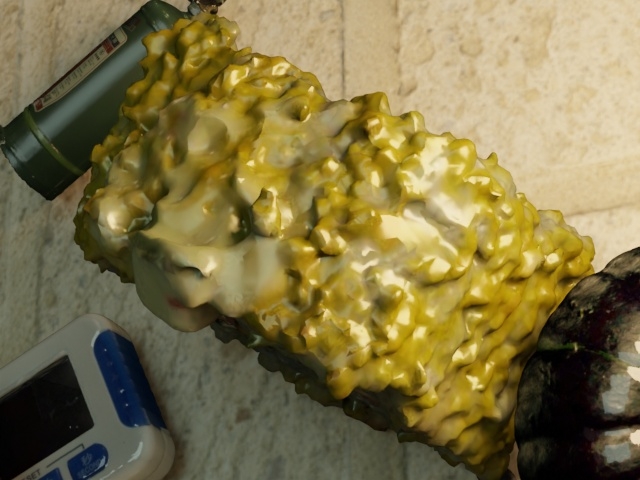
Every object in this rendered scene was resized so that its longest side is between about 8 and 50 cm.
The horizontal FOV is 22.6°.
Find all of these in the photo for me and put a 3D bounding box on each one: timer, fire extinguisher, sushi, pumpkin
[{"bbox_3d":[-0.265,0.201,1.503,0.253,0.078,0.178,-33,57,11],"label":"timer"},{"bbox_3d":[-0.191,-0.169,1.614,0.294,0.118,0.093,-40,93,6],"label":"fire extinguisher"},{"bbox_3d":[0.000,0.000,1.293,0.396,0.351,0.240,25,83,36],"label":"sushi"},{"bbox_3d":[0.284,0.131,1.131,0.295,0.296,0.296,-10,65,22],"label":"pumpkin"}]

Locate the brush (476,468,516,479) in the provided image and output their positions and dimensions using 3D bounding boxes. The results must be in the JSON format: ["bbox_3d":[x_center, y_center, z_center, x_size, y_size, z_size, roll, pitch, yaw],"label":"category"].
[{"bbox_3d":[0.131,0.191,1.353,0.083,0.008,0.024,26,84,32],"label":"brush"}]

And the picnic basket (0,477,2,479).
[{"bbox_3d":[-0.437,0.240,1.339,0.293,0.337,0.337,-48,57,2],"label":"picnic basket"}]
